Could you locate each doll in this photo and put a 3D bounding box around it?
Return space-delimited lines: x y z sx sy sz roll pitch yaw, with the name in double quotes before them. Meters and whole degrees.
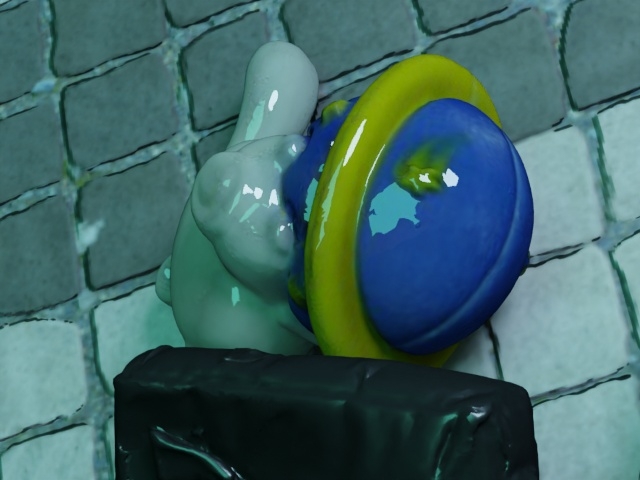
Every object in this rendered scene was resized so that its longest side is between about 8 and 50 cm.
"doll" -0.012 0.020 1.083 0.242 0.159 0.311 15 76 29

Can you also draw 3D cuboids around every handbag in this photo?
"handbag" 0.000 0.192 0.983 0.244 0.088 0.275 3 99 29

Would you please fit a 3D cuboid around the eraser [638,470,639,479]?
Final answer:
"eraser" 0.246 0.089 0.874 0.189 0.104 0.290 3 32 16
